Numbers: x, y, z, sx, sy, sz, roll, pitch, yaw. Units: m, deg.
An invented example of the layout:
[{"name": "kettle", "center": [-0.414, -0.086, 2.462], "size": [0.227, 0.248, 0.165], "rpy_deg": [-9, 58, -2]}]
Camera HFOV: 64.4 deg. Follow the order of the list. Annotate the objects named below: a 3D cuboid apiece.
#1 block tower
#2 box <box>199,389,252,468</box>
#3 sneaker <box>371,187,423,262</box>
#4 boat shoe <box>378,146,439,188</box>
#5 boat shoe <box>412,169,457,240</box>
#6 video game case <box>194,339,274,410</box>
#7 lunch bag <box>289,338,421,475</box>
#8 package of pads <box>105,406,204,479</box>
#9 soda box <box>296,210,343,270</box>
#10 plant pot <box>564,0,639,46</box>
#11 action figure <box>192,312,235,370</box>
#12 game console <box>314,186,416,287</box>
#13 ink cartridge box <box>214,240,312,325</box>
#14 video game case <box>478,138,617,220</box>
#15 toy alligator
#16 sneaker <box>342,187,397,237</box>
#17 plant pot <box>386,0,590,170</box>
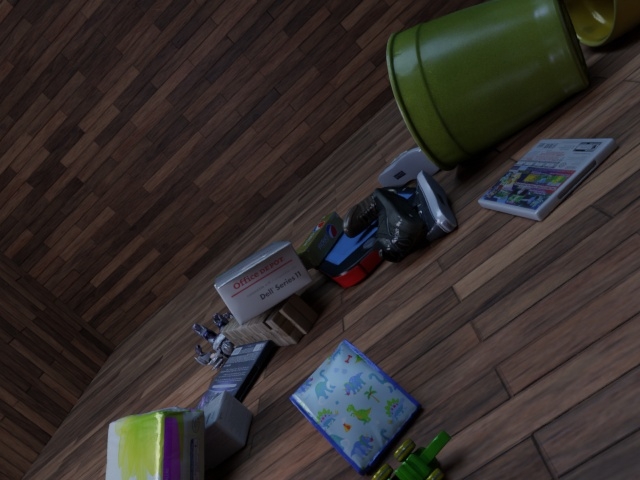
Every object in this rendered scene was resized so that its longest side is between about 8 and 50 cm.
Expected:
[{"name": "block tower", "center": [-0.148, 0.224, 1.343], "size": [0.336, 0.097, 0.091], "rpy_deg": [-26, 22, 53]}, {"name": "box", "center": [-0.211, 0.391, 1.055], "size": [0.101, 0.087, 0.102], "rpy_deg": [-40, 14, 17]}, {"name": "sneaker", "center": [0.154, -0.036, 1.152], "size": [0.227, 0.087, 0.130], "rpy_deg": [-109, 37, -60]}, {"name": "boat shoe", "center": [0.271, -0.225, 1.480], "size": [0.088, 0.096, 0.267], "rpy_deg": [-57, 10, -26]}, {"name": "boat shoe", "center": [0.243, -0.077, 1.143], "size": [0.076, 0.080, 0.228], "rpy_deg": [-44, 29, 25]}, {"name": "video game case", "center": [-0.237, 0.375, 1.275], "size": [0.196, 0.026, 0.274], "rpy_deg": [-24, 28, 53]}, {"name": "lunch bag", "center": [0.055, 0.244, 0.747], "size": [0.129, 0.096, 0.151], "rpy_deg": [-47, 44, -10]}, {"name": "package of pads", "center": [-0.331, 0.450, 0.987], "size": [0.297, 0.101, 0.229], "rpy_deg": [-29, 58, 44]}, {"name": "soda box", "center": [0.000, 0.000, 1.412], "size": [0.061, 0.058, 0.181], "rpy_deg": [-27, 21, 47]}, {"name": "plant pot", "center": [0.694, -0.612, 1.149], "size": [0.239, 0.253, 0.254], "rpy_deg": [-28, 17, 6]}, {"name": "action figure", "center": [-0.315, 0.301, 1.579], "size": [0.185, 0.099, 0.285], "rpy_deg": [-42, 17, -14]}, {"name": "game console", "center": [0.126, -0.029, 1.382], "size": [0.342, 0.060, 0.386], "rpy_deg": [-46, 15, -6]}, {"name": "ink cartridge box", "center": [-0.149, 0.099, 1.275], "size": [0.207, 0.119, 0.353], "rpy_deg": [-32, 5, -9]}, {"name": "video game case", "center": [0.409, -0.118, 0.940], "size": [0.183, 0.023, 0.201], "rpy_deg": [-44, 15, 0]}, {"name": "toy alligator", "center": [0.087, 0.299, 0.598], "size": [0.189, 0.056, 0.051], "rpy_deg": [-47, -27, -6]}, {"name": "sneaker", "center": [0.128, -0.080, 1.307], "size": [0.188, 0.066, 0.071], "rpy_deg": [-48, 17, -32]}, {"name": "plant pot", "center": [0.399, -0.391, 1.171], "size": [0.353, 0.366, 0.366], "rpy_deg": [-19, 27, 35]}]
